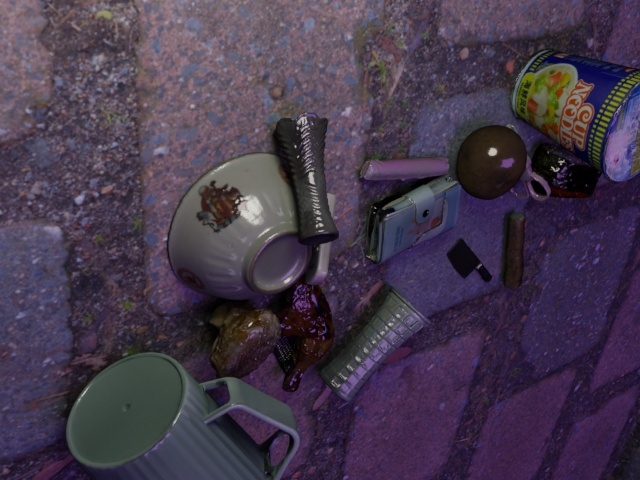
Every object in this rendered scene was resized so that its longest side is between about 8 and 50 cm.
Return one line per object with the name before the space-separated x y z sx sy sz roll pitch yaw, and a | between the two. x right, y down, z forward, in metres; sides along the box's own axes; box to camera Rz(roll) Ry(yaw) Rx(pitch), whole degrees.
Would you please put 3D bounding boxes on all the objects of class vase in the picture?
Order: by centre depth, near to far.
vase | -0.021 -0.113 1.456 0.116 0.237 0.115 -8 164 -2
vase | 0.134 0.273 1.963 0.299 0.143 0.143 -48 139 0

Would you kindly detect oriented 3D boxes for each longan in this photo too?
longan | 0.413 -0.190 1.848 0.168 0.167 0.187 2 114 -42

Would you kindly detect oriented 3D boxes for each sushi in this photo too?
sushi | 0.673 -0.192 2.098 0.225 0.136 0.126 -1 117 -33

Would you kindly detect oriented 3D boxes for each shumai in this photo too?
shumai | -0.176 0.198 1.619 0.162 0.152 0.209 -16 148 -27

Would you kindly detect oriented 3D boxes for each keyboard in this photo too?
keyboard | -0.079 0.278 1.863 0.060 0.018 0.195 -35 136 -13

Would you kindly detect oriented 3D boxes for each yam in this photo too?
yam | 0.567 0.030 2.224 0.061 0.061 0.274 -30 134 -22

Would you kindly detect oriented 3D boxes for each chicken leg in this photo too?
chicken leg | -0.042 0.216 1.790 0.177 0.083 0.322 -30 131 -22

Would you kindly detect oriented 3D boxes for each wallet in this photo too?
wallet | 0.225 -0.053 1.850 0.251 0.075 0.176 -25 139 -26

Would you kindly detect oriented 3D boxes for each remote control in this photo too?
remote control | 0.000 0.000 1.609 0.029 0.087 0.189 13 68 -15

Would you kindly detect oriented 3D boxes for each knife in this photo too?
knife | 0.422 0.072 2.160 0.072 0.019 0.245 -47 136 2

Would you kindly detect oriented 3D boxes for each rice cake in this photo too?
rice cake | 0.197 -0.167 1.756 0.270 0.049 0.055 -6 109 -37

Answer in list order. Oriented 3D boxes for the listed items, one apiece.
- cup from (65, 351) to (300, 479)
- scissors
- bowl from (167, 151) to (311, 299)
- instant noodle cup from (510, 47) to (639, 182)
cup | -0.277 0.421 1.586 0.401 0.310 0.392 -42 134 -19
scissors | 0.526 -0.203 2.003 0.030 0.118 0.242 -49 127 -27
bowl | -0.119 0.008 1.524 0.337 0.157 0.337 -23 133 -27
instant noodle cup | 0.642 -0.325 1.834 0.284 0.312 0.284 -24 132 -29
